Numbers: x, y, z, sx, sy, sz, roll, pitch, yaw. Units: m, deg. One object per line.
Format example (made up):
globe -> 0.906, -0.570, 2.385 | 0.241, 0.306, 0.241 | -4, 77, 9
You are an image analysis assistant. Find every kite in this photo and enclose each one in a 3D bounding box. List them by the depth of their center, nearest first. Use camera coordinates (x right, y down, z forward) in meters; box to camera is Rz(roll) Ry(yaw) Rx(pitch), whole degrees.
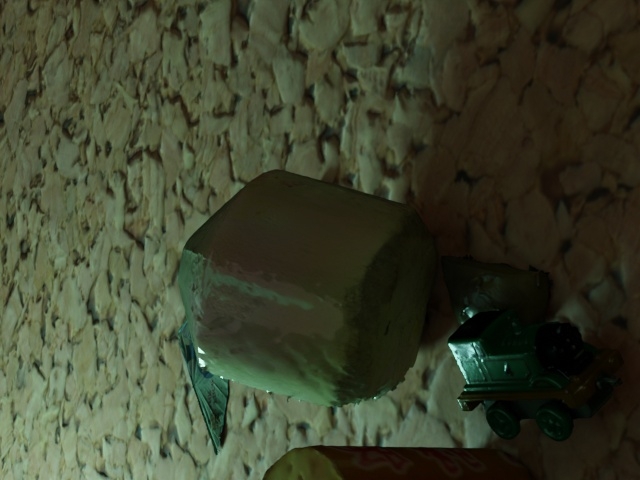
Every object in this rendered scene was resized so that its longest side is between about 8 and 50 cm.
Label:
kite -> -0.156, 0.173, 2.144 | 0.314, 0.012, 0.335 | 14, 100, 55

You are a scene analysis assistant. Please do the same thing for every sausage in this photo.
sausage -> 0.091, 0.346, 1.529 | 0.233, 0.287, 0.233 | -18, 68, 53

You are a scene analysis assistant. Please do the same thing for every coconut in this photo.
coconut -> -0.032, 0.062, 1.699 | 0.310, 0.297, 0.297 | 14, 101, 21

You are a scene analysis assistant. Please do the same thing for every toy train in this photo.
toy train -> 0.227, 0.139, 1.472 | 0.228, 0.091, 0.136 | -14, 109, 55

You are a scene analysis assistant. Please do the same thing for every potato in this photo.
potato -> 0.180, 0.070, 1.591 | 0.172, 0.089, 0.100 | 16, 103, 53
